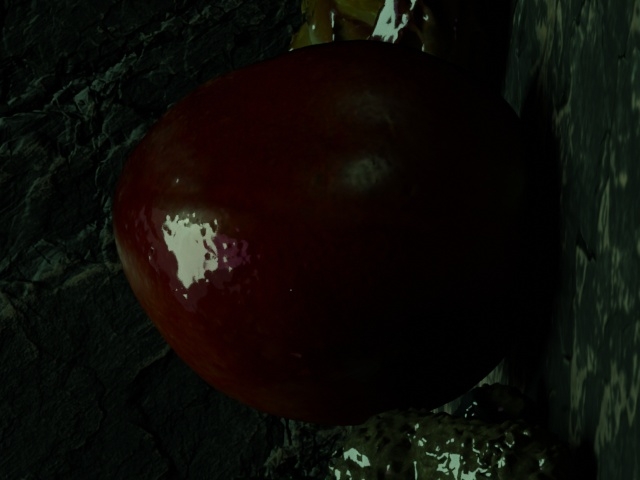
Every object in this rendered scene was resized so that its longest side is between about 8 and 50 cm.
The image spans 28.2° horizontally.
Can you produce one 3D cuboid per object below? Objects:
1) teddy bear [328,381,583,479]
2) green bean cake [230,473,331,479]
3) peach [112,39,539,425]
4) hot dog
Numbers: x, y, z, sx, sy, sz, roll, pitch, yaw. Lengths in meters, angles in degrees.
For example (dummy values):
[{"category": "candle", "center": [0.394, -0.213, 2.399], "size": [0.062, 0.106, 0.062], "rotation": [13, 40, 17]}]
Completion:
[{"category": "teddy bear", "center": [0.066, 0.153, 0.722], "size": [0.182, 0.129, 0.251], "rotation": [-51, -12, -12]}, {"category": "green bean cake", "center": [0.019, 0.264, 0.858], "size": [0.107, 0.194, 0.208], "rotation": [-86, -5, -71]}, {"category": "peach", "center": [0.000, 0.000, 0.819], "size": [0.245, 0.275, 0.248], "rotation": [-80, -12, -74]}, {"category": "hot dog", "center": [0.050, -0.204, 1.110], "size": [0.387, 0.174, 0.266], "rotation": [-89, 4, -71]}]
